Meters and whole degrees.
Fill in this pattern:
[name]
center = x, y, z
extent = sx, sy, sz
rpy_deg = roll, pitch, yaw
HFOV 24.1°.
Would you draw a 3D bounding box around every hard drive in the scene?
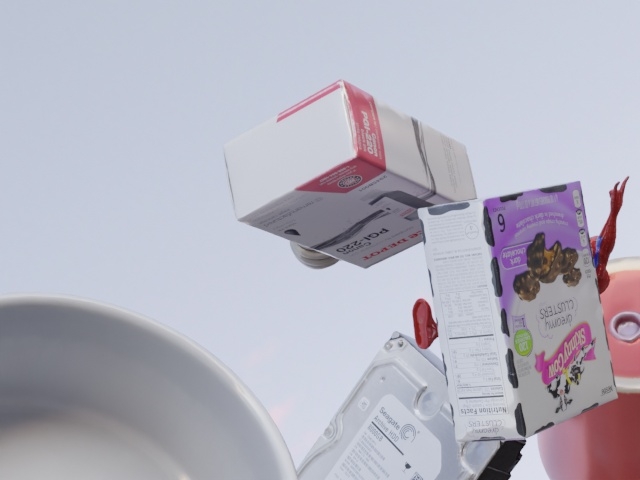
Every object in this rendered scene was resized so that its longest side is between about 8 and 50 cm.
[hard drive]
center = 0.076, 0.309, 1.819
extent = 0.064, 0.237, 0.339
rpy_deg = 27, -78, -45

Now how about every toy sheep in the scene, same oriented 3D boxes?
[toy sheep]
center = 0.000, 0.000, 2.100
extent = 0.091, 0.091, 0.132
rpy_deg = -35, -28, -17

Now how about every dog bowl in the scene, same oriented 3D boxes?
[dog bowl]
center = -0.151, 0.159, 0.873
extent = 0.265, 0.265, 0.104
rpy_deg = -10, -39, -40

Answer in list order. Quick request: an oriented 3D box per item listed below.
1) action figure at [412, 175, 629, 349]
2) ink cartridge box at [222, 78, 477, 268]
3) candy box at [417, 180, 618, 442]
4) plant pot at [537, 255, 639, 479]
[action figure]
center = 0.204, 0.011, 1.426
extent = 0.280, 0.091, 0.139
rpy_deg = -18, -62, -49
[ink cartridge box]
center = 0.034, -0.060, 1.503
extent = 0.159, 0.092, 0.218
rpy_deg = -26, -27, 31
[candy box]
center = 0.168, 0.057, 1.257
extent = 0.165, 0.070, 0.196
rpy_deg = -12, -88, -52
[plant pot]
center = 0.374, 0.167, 1.755
extent = 0.275, 0.275, 0.243
rpy_deg = -37, -41, -15
